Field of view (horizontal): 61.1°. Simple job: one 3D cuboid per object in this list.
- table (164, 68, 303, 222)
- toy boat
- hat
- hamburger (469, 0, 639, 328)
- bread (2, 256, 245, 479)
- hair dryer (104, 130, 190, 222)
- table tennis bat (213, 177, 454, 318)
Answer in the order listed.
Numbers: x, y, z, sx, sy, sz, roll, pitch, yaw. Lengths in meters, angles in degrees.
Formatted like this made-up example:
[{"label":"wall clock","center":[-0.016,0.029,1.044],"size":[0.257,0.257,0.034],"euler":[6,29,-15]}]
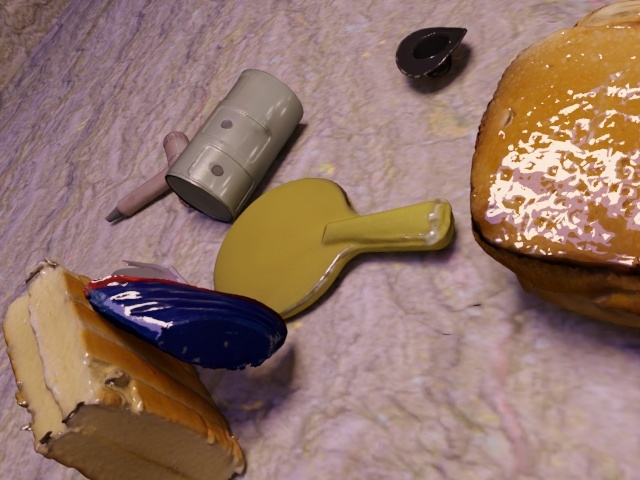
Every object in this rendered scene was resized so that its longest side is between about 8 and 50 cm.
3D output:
[{"label":"table","center":[-0.134,-0.150,0.869],"size":[0.127,0.126,0.219],"euler":[14,65,42]},{"label":"toy boat","center":[-0.184,0.059,0.635],"size":[0.318,0.219,0.071],"euler":[24,96,36]},{"label":"hat","center":[0.168,-0.272,0.802],"size":[0.121,0.050,0.121],"euler":[-21,42,20]},{"label":"hamburger","center":[0.288,-0.066,0.462],"size":[0.305,0.174,0.284],"euler":[13,67,41]},{"label":"bread","center":[-0.219,0.161,0.594],"size":[0.111,0.246,0.239],"euler":[-44,43,-8]},{"label":"hair dryer","center":[-0.314,-0.082,0.997],"size":[0.220,0.053,0.195],"euler":[-38,44,6]},{"label":"table tennis bat","center":[0.000,0.000,0.711],"size":[0.369,0.054,0.224],"euler":[-10,55,34]}]
